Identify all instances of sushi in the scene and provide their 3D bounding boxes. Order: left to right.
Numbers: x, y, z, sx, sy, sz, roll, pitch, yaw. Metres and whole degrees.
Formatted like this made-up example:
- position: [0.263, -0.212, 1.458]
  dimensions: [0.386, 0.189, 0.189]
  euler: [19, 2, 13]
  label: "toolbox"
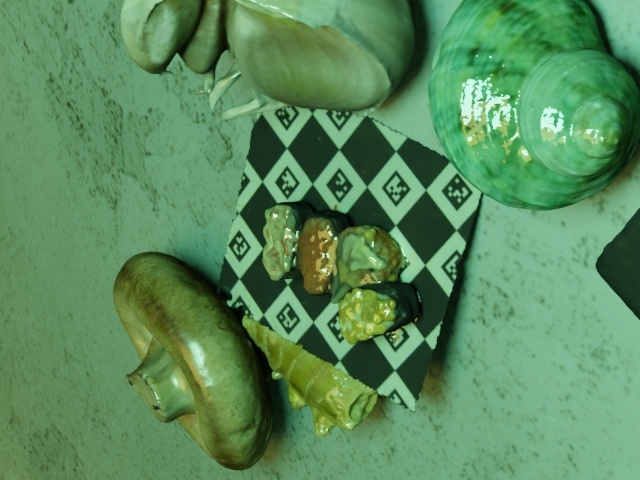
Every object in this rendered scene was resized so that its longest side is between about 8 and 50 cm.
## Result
- position: [0.000, 0.000, 1.207]
  dimensions: [0.290, 0.050, 0.264]
  euler: [30, 114, 36]
  label: "sushi"

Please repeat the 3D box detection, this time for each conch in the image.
- position: [0.166, -0.112, 0.960]
  dimensions: [0.188, 0.122, 0.176]
  euler: [32, 107, 29]
  label: "conch"

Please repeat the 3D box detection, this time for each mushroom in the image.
- position: [-0.146, 0.137, 1.417]
  dimensions: [0.278, 0.146, 0.278]
  euler: [51, 162, 24]
  label: "mushroom"

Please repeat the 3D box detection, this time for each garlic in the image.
- position: [-0.050, -0.191, 1.084]
  dimensions: [0.292, 0.237, 0.210]
  euler: [69, 176, -74]
  label: "garlic"

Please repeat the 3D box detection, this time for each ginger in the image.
- position: [0.002, 0.134, 1.300]
  dimensions: [0.205, 0.081, 0.115]
  euler: [10, 113, 43]
  label: "ginger"

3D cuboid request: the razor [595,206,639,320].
- position: [0.346, 0.081, 0.862]
  dimensions: [0.327, 0.107, 0.189]
  euler: [51, 140, 19]
  label: "razor"
